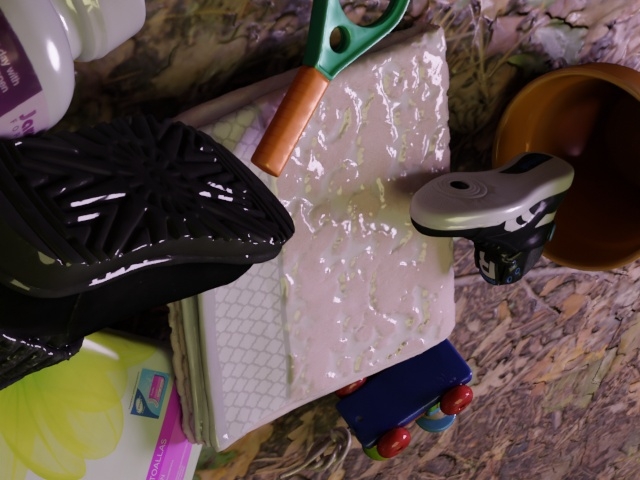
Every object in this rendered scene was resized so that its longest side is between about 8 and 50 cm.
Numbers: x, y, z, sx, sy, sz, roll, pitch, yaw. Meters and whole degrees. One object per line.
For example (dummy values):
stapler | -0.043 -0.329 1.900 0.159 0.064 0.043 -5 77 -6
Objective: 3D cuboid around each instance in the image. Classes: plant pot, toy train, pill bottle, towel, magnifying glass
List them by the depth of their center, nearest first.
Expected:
pill bottle | -0.265 -0.108 0.821 0.301 0.169 0.169 -38 144 -20
magnifying glass | 0.008 -0.158 1.069 0.092 0.026 0.231 36 79 -41
towel | 0.000 0.000 1.178 0.317 0.053 0.332 -24 126 -31
plant pot | 0.312 -0.091 1.346 0.188 0.205 0.205 -22 142 -48
toy train | 0.060 0.219 1.508 0.248 0.105 0.143 -33 155 -10

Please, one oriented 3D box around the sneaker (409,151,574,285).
sneaker | 0.159 -0.003 1.230 0.217 0.079 0.121 -18 129 -43

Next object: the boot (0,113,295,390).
boot | -0.194 0.041 0.927 0.260 0.131 0.348 -47 160 25

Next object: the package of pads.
package of pads | -0.234 0.184 1.140 0.296 0.101 0.229 22 84 -50

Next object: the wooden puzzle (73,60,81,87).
wooden puzzle | -0.230 -0.109 0.992 0.078 0.014 0.116 14 118 -47
